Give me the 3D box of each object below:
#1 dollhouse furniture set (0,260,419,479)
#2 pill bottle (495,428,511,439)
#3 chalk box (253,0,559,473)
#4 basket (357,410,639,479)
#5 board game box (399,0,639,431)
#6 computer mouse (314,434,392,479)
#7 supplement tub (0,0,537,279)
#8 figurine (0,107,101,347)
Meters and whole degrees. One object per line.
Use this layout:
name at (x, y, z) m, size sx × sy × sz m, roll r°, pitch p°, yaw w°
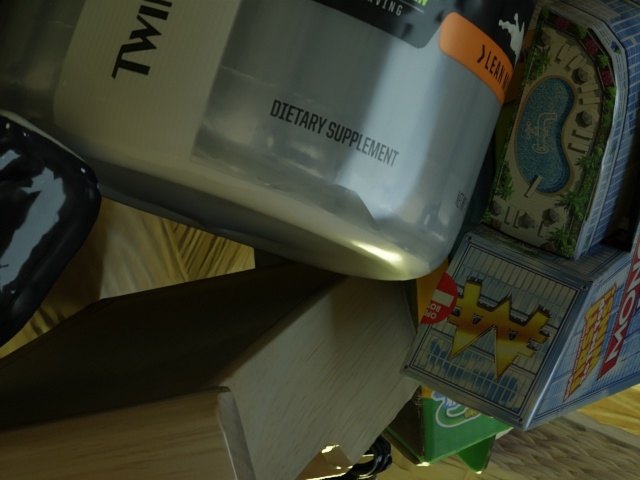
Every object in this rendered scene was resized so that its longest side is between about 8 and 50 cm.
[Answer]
dollhouse furniture set at (-0.023, 0.228, 0.719) m, size 0.256 × 0.362 × 0.394 m, roll -34°, pitch 111°, yaw -69°
pill bottle at (0.132, 0.061, 1.407) m, size 0.301 × 0.169 × 0.169 m, roll -19°, pitch 125°, yaw -71°
chalk box at (0.077, -0.015, 0.911) m, size 0.179 × 0.180 × 0.289 m, roll -21°, pitch 127°, yaw -23°
basket at (0.165, 0.322, 1.415) m, size 0.266 × 0.331 × 0.328 m, roll 1°, pitch 107°, yaw -56°
board game box at (0.111, -0.005, 0.722) m, size 0.194 × 0.060 × 0.194 m, roll -29°, pitch 136°, yaw -57°
computer mouse at (0.010, 0.080, 1.177) m, size 0.042 × 0.106 × 0.193 m, roll 50°, pitch 45°, yaw -50°
supplement tub at (0.004, -0.158, 0.657) m, size 0.193 × 0.193 × 0.316 m, roll 38°, pitch 70°, yaw -74°
figurine at (-0.166, 0.032, 0.481) m, size 0.209 × 0.092 × 0.215 m, roll -65°, pitch 163°, yaw -12°
